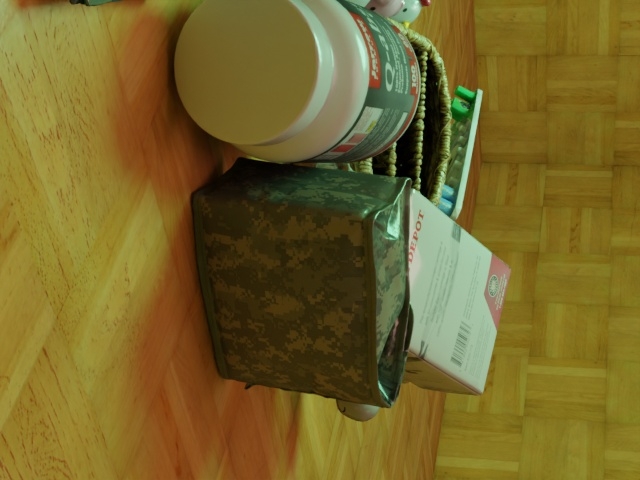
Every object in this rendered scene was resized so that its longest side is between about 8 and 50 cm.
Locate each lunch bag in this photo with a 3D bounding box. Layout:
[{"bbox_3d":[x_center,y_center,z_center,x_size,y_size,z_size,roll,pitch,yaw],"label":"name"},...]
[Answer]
[{"bbox_3d":[-0.014,0.062,1.477,0.169,0.235,0.287,-47,140,-58],"label":"lunch bag"}]

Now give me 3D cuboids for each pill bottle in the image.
[{"bbox_3d":[-0.021,-0.197,1.450,0.363,0.210,0.210,-12,104,-70],"label":"pill bottle"}]

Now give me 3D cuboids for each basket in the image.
[{"bbox_3d":[0.126,-0.181,1.935,0.223,0.214,0.299,162,-66,-67],"label":"basket"}]

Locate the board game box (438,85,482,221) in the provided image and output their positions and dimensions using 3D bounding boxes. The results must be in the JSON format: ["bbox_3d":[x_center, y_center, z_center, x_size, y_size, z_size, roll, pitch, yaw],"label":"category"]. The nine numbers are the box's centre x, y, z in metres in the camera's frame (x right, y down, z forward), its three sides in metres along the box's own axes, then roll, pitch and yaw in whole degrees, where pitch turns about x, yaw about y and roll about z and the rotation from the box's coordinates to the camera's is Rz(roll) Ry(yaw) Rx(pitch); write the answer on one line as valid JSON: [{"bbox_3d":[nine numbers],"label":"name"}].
[{"bbox_3d":[0.167,-0.052,2.239,0.390,0.050,0.390,-57,-170,40],"label":"board game box"}]

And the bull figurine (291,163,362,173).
[{"bbox_3d":[0.000,0.000,1.782,0.188,0.101,0.310,154,-66,-69],"label":"bull figurine"}]

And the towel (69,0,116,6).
[{"bbox_3d":[-0.193,-0.404,1.095,0.271,0.040,0.370,-44,133,-73],"label":"towel"}]

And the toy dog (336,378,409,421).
[{"bbox_3d":[0.051,0.104,1.929,0.220,0.161,0.333,122,-22,-50],"label":"toy dog"}]

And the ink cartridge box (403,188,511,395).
[{"bbox_3d":[0.136,0.074,1.695,0.283,0.117,0.207,35,65,-44],"label":"ink cartridge box"}]

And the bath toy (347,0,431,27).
[{"bbox_3d":[0.075,-0.408,1.909,0.348,0.129,0.151,20,73,-66],"label":"bath toy"}]
